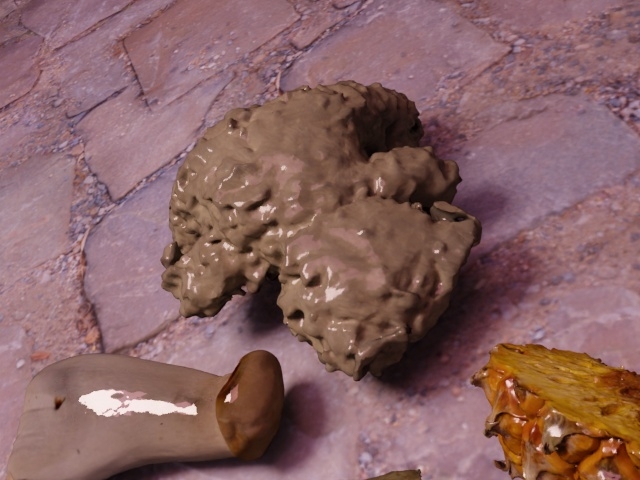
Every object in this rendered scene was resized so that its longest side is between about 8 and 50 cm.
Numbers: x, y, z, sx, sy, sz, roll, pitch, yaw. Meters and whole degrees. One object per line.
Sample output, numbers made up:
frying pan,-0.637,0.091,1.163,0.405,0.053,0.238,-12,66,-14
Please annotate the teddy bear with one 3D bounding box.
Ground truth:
teddy bear,0.000,0.000,0.828,0.358,0.224,0.367,-28,58,1

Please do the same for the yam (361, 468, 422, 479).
yam,-0.041,0.284,0.575,0.304,0.168,0.168,-17,44,14

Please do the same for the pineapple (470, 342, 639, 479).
pineapple,0.174,0.170,0.563,0.140,0.164,0.249,15,17,-11

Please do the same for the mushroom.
mushroom,-0.183,0.192,0.796,0.329,0.122,0.159,-9,83,23
